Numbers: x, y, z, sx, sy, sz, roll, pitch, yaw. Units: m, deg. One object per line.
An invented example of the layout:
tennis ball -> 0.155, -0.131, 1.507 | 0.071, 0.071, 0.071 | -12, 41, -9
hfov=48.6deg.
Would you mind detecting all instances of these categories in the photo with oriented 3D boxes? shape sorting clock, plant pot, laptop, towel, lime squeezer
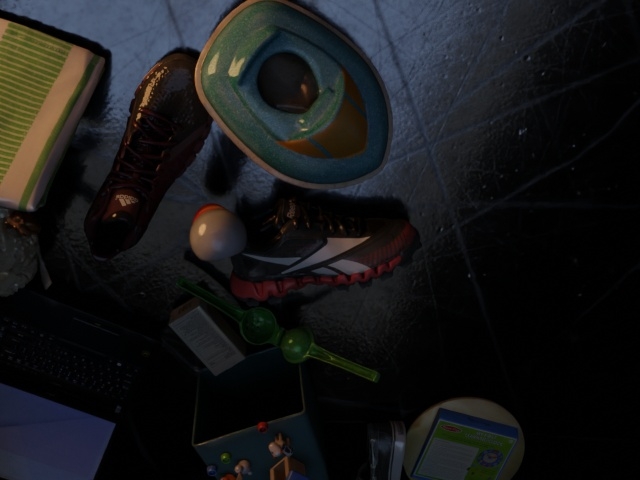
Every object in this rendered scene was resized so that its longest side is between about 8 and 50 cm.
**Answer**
shape sorting clock -> 0.239, 0.351, 1.190 | 0.206, 0.040, 0.206 | 0, 114, 0
plant pot -> -0.070, 0.313, 1.086 | 0.165, 0.166, 0.234 | -18, 118, 4
laptop -> -0.396, 0.232, 1.032 | 0.234, 0.136, 0.264 | 24, 120, -15
towel -> -0.440, -0.178, 0.803 | 0.324, 0.248, 0.038 | 20, 152, -14
lime squeezer -> -0.057, 0.130, 1.023 | 0.310, 0.059, 0.110 | 26, 150, 8

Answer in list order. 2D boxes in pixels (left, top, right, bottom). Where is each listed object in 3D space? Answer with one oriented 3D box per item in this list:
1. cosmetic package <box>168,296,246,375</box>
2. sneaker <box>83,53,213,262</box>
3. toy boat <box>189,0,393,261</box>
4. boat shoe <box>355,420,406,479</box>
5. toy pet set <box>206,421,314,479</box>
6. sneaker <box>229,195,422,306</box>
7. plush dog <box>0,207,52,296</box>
cosmetic package -> -0.168, 0.141, 1.061 | 0.060, 0.041, 0.115 | -31, 114, 11
sneaker -> -0.215, -0.087, 0.884 | 0.106, 0.162, 0.281 | 23, 112, -14
toy boat -> -0.055, -0.115, 0.862 | 0.267, 0.148, 0.318 | 33, 93, -16
boat shoe -> 0.093, 0.398, 1.187 | 0.070, 0.078, 0.219 | 3, 107, -6
toy pet set -> -0.076, 0.326, 0.965 | 0.114, 0.065, 0.122 | 36, 112, -25
sneaker -> 0.000, 0.000, 0.976 | 0.276, 0.098, 0.135 | -11, 117, 2
plush dog -> -0.464, -0.011, 0.841 | 0.225, 0.210, 0.262 | -17, 115, -26
